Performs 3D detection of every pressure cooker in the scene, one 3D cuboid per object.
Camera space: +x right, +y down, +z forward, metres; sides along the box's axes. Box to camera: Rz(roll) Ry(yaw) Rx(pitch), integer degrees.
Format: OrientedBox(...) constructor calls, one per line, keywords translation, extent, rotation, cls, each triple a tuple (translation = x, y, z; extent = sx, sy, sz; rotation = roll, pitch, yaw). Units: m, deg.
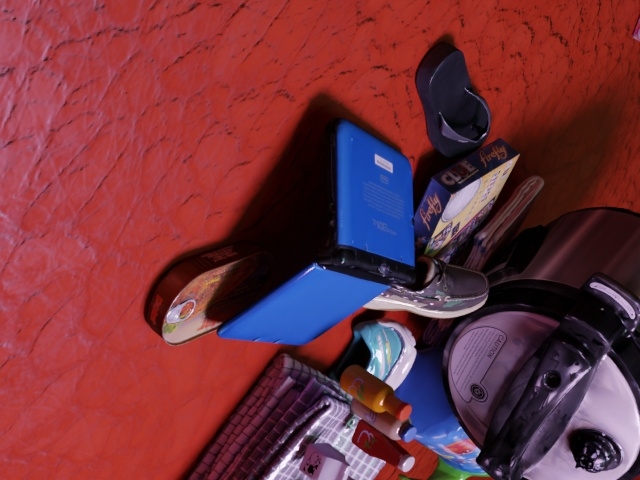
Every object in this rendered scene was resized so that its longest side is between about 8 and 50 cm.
OrientedBox(translation=(0.396, 0.180, 1.899), extent=(0.420, 0.375, 0.370), rotation=(-40, 117, -43), cls="pressure cooker")

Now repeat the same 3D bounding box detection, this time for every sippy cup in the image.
OrientedBox(translation=(0.242, 0.282, 2.142), extent=(0.224, 0.240, 0.306), rotation=(28, 55, -53), cls="sippy cup")

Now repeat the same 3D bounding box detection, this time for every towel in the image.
OrientedBox(translation=(-0.036, 0.331, 1.754), extent=(0.284, 0.121, 0.235), rotation=(-53, 135, -2), cls="towel")
OrientedBox(translation=(0.264, 0.035, 2.009), extent=(0.209, 0.034, 0.285), rotation=(-44, 163, -40), cls="towel")

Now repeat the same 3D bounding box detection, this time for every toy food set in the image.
OrientedBox(translation=(0.057, 0.292, 1.648), extent=(0.111, 0.104, 0.232), rotation=(9, 106, -51), cls="toy food set")

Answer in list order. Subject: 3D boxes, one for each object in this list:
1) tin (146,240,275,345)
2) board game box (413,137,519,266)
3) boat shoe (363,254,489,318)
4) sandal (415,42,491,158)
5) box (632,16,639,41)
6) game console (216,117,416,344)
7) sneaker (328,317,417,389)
OrientedBox(translation=(-0.127, 0.060, 1.451), extent=(0.189, 0.040, 0.106), rotation=(-20, 134, -50), cls="tin")
OrientedBox(translation=(0.189, -0.026, 1.821), extent=(0.165, 0.042, 0.243), rotation=(-30, 154, -39), cls="board game box")
OrientedBox(translation=(0.144, 0.058, 1.745), extent=(0.223, 0.080, 0.073), rotation=(3, 142, -18), cls="boat shoe")
OrientedBox(translation=(0.186, -0.172, 1.663), extent=(0.097, 0.054, 0.254), rotation=(-52, 154, -3), cls="sandal")
OrientedBox(translation=(0.660, -0.399, 2.090), extent=(0.257, 0.128, 0.123), rotation=(-29, 145, -40), cls="box")
OrientedBox(translation=(0.000, 0.000, 1.546), extent=(0.293, 0.173, 0.250), rotation=(18, 70, -69), cls="game console")
OrientedBox(translation=(0.042, 0.237, 1.906), extent=(0.110, 0.107, 0.275), rotation=(10, 110, -40), cls="sneaker")
